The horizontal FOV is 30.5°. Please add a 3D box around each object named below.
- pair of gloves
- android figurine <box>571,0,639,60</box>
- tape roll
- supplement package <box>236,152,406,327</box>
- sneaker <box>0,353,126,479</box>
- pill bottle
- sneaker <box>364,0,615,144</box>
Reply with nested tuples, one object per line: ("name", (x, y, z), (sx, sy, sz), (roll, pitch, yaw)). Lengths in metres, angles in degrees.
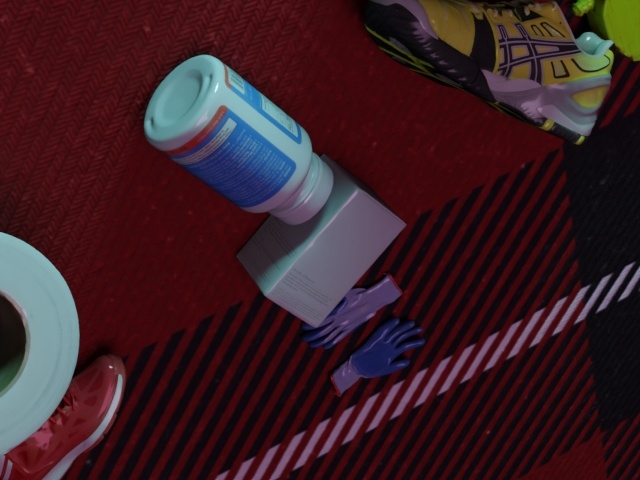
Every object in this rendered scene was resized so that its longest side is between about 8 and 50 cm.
("pair of gloves", (0.062, 0.133, 1.666), (0.159, 0.023, 0.198), (-32, 129, -7))
("android figurine", (0.452, -0.348, 1.553), (0.273, 0.056, 0.248), (-36, 129, -5))
("tape roll", (-0.403, 0.102, 1.254), (0.246, 0.169, 0.246), (-3, 95, -36))
("supplement package", (0.000, 0.000, 1.499), (0.179, 0.105, 0.105), (-49, 128, 8))
("sneaker", (-0.346, 0.222, 1.468), (0.128, 0.087, 0.221), (27, 103, -38))
("pill bottle", (-0.088, -0.108, 1.374), (0.124, 0.124, 0.221), (-48, 128, 6))
("sneaker", (0.212, -0.246, 1.449), (0.385, 0.145, 0.147), (19, 100, -39))
